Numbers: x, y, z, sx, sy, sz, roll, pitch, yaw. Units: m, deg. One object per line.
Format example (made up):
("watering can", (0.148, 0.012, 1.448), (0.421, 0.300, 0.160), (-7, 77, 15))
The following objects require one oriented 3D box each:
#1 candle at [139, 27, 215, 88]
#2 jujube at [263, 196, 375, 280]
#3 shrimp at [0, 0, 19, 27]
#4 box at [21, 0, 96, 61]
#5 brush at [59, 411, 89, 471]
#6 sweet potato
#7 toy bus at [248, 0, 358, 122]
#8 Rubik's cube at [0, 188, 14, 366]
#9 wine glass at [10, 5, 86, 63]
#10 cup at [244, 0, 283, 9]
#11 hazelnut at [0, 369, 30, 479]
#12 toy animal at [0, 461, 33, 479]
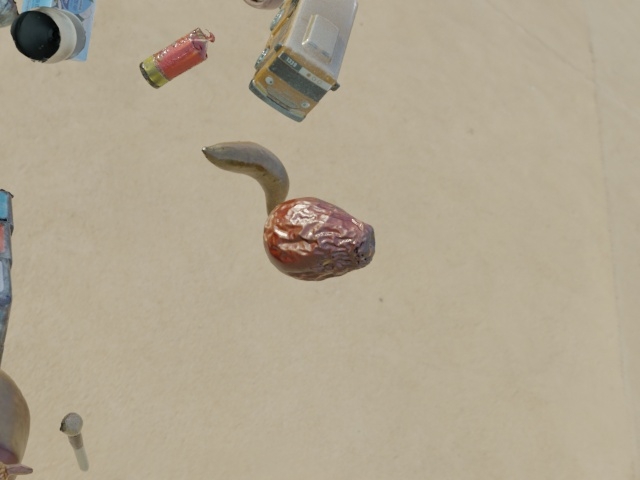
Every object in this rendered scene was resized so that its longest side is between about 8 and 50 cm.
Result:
("candle", (-0.224, -0.295, 1.158), (0.052, 0.131, 0.052), (55, 16, -25))
("jujube", (0.000, 0.000, 1.409), (0.168, 0.237, 0.168), (-13, 106, -56))
("shrimp", (-0.745, -0.488, 1.320), (0.372, 0.137, 0.172), (23, 71, -23))
("box", (-0.572, -0.525, 1.591), (0.083, 0.232, 0.142), (13, 6, 18))
("brush", (-0.495, 0.421, 1.468), (0.039, 0.299, 0.042), (15, 52, -2))
("sweet potato", (-0.129, -0.138, 1.523), (0.079, 0.108, 0.346), (48, 0, 37))
("toy bus", (-0.017, -0.250, 0.923), (0.091, 0.103, 0.182), (31, 49, -21))
("Rubik's cube", (-0.758, 0.110, 1.292), (0.363, 0.362, 0.358), (7, 37, -33))
("wine glass", (-0.483, -0.364, 1.278), (0.103, 0.103, 0.222), (31, 8, -16))
("cup", (-0.099, -0.528, 1.232), (0.192, 0.252, 0.200), (-10, 27, -39))
("hazelnut", (-0.818, 0.436, 1.575), (0.366, 0.366, 0.365), (22, 45, -24))
("toy animal", (-0.597, 0.450, 1.285), (0.184, 0.185, 0.104), (1, 93, -30))
